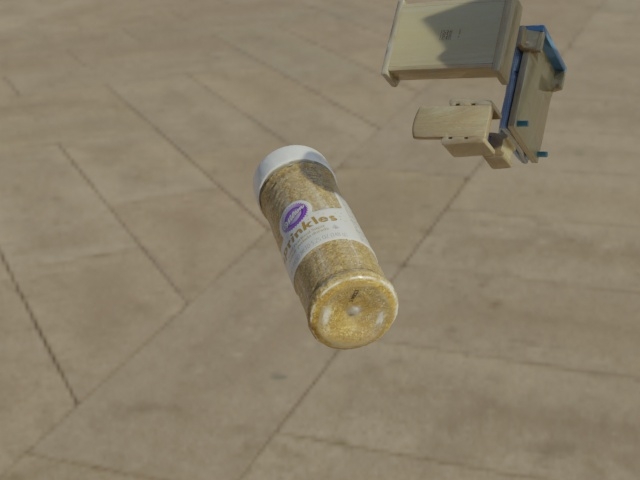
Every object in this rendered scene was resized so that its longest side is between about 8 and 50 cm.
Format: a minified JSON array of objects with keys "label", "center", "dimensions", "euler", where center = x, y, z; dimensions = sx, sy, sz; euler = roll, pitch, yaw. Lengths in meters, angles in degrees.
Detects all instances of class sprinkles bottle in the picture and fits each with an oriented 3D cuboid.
[{"label":"sprinkles bottle","center":[0.000,0.000,1.570],"dimensions":[0.121,0.121,0.355],"euler":[-7,34,-13]}]

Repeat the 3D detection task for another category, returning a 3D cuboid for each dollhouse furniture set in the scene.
[{"label":"dollhouse furniture set","center":[0.253,-0.219,1.873],"dimensions":[0.198,0.286,0.303],"euler":[3,-21,31]}]
